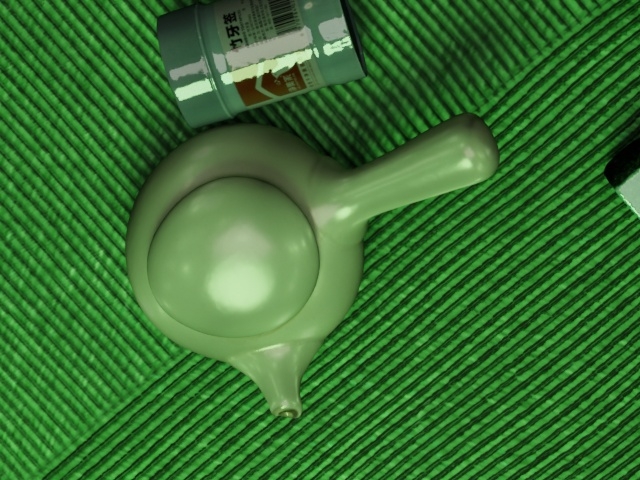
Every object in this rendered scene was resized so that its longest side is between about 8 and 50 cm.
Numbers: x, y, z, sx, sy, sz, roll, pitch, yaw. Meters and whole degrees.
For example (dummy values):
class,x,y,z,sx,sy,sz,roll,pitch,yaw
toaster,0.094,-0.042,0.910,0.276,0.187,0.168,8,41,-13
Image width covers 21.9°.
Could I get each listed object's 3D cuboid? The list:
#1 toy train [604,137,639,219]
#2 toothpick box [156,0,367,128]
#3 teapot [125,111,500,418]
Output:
class,x,y,z,sx,sy,sz,roll,pitch,yaw
toy train,0.395,-0.072,1.357,0.298,0.120,0.194,-42,92,12
toothpick box,-0.048,-0.161,1.374,0.153,0.101,0.101,-16,102,8
teapot,-0.026,-0.028,1.379,0.220,0.149,0.318,36,104,-6
